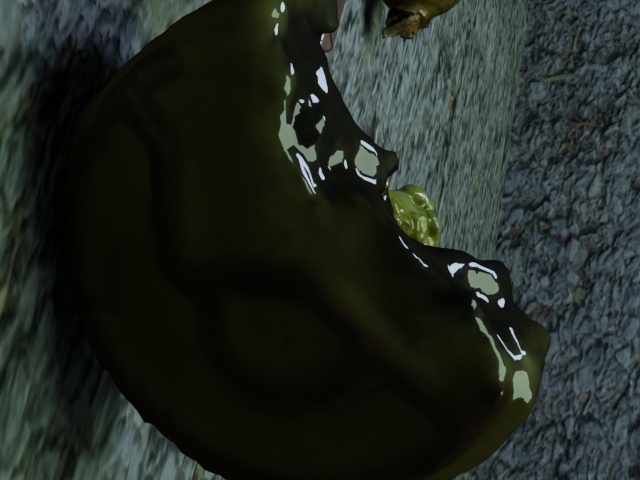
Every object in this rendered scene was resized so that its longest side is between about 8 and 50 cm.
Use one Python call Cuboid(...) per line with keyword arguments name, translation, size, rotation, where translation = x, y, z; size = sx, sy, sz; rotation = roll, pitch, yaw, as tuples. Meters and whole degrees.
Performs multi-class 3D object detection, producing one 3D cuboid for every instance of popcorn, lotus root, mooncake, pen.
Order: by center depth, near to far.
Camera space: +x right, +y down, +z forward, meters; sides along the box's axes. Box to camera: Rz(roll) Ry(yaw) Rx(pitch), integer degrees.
Cuboid(name="mooncake", translation=(0.000, 0.000, 1.095), size=(0.246, 0.394, 0.393), rotation=(-41, 147, -67))
Cuboid(name="pen", translation=(0.008, -0.282, 1.746), size=(0.197, 0.032, 0.053), rotation=(-74, 162, -45))
Cuboid(name="popcorn", translation=(0.075, -0.007, 1.828), size=(0.173, 0.173, 0.142), rotation=(72, 15, -54))
Cuboid(name="lotus root", translation=(0.144, -0.415, 2.015), size=(0.154, 0.140, 0.257), rotation=(48, 42, -78))
